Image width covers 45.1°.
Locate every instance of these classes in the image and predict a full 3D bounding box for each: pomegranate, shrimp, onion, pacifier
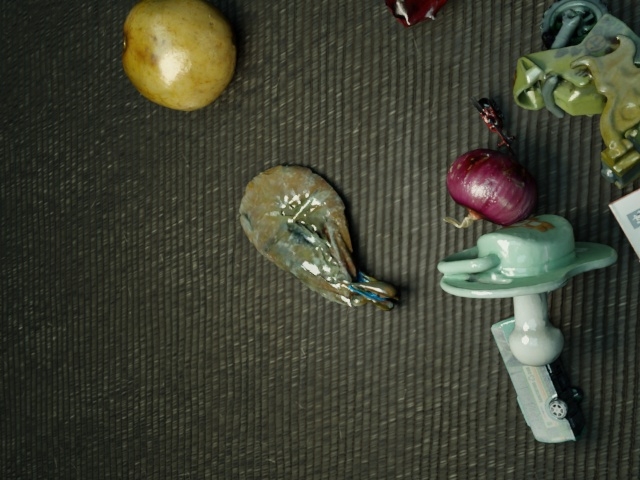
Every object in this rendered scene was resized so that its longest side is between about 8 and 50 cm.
[{"bbox_3d":[-0.311,-0.417,1.714,0.260,0.260,0.261,2,96,25],"label":"pomegranate"},{"bbox_3d":[0.000,0.000,1.687,0.445,0.110,0.221,40,101,21],"label":"shrimp"},{"bbox_3d":[0.327,-0.096,1.474,0.177,0.177,0.154,3,86,25],"label":"onion"},{"bbox_3d":[0.369,0.097,1.399,0.288,0.343,0.269,6,106,54],"label":"pacifier"}]

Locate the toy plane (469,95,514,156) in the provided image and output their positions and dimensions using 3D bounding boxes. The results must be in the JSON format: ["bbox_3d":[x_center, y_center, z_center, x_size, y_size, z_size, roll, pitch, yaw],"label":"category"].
[{"bbox_3d":[0.344,-0.228,1.520,0.037,0.060,0.145,-31,97,24],"label":"toy plane"}]

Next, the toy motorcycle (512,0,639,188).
[{"bbox_3d":[0.505,-0.263,1.360,0.237,0.168,0.410,-42,58,8],"label":"toy motorcycle"}]

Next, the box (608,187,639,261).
[{"bbox_3d":[0.756,-0.005,1.309,0.385,0.122,0.345,-31,82,24],"label":"box"}]

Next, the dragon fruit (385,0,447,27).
[{"bbox_3d":[0.211,-0.627,1.534,0.329,0.228,0.286,-35,112,4],"label":"dragon fruit"}]

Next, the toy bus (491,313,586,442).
[{"bbox_3d":[0.430,0.265,1.510,0.109,0.091,0.262,-24,83,36],"label":"toy bus"}]
